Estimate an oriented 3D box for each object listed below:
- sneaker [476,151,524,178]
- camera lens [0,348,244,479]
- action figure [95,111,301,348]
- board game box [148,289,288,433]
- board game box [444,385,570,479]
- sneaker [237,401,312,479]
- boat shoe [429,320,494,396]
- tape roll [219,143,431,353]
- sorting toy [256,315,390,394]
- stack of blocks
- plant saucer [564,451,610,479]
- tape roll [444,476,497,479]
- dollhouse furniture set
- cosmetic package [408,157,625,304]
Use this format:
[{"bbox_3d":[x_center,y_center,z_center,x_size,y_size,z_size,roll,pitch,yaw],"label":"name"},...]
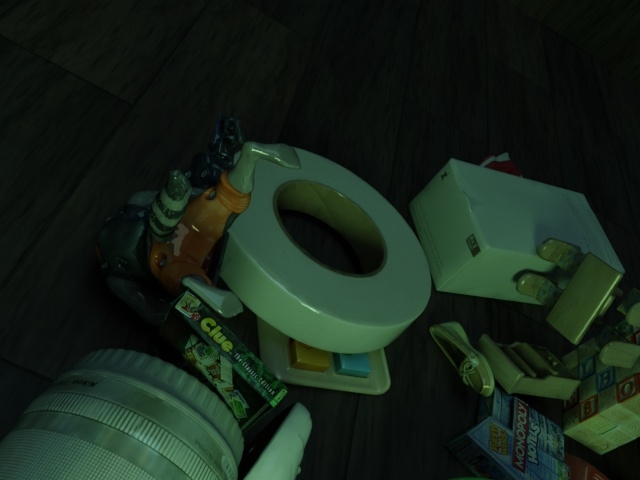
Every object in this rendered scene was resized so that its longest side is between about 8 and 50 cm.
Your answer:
[{"bbox_3d":[0.408,-0.124,1.420,0.221,0.087,0.128,-28,72,-44],"label":"sneaker"},{"bbox_3d":[-0.211,0.264,0.562,0.219,0.219,0.274,34,43,-6],"label":"camera lens"},{"bbox_3d":[-0.173,-0.041,0.768,0.178,0.330,0.342,22,67,-36],"label":"action figure"},{"bbox_3d":[-0.130,0.160,0.677,0.136,0.260,0.030,42,53,3],"label":"board game box"},{"bbox_3d":[0.295,0.318,0.986,0.194,0.060,0.194,33,43,-8],"label":"board game box"},{"bbox_3d":[-0.068,0.325,0.707,0.123,0.106,0.290,38,53,-6],"label":"sneaker"},{"bbox_3d":[0.232,0.195,1.040,0.048,0.056,0.153,-4,42,-20],"label":"boat shoe"},{"bbox_3d":[0.000,0.000,1.002,0.391,0.072,0.392,24,36,-19],"label":"tape roll"},{"bbox_3d":[0.005,0.132,0.958,0.208,0.038,0.193,12,49,-27],"label":"sorting toy"},{"bbox_3d":[0.547,0.219,1.069,0.087,0.297,0.171,31,44,-8],"label":"stack of blocks"},{"bbox_3d":[0.464,0.492,0.967,0.259,0.048,0.258,39,43,-1],"label":"plant saucer"},{"bbox_3d":[0.193,0.447,0.728,0.320,0.077,0.322,7,50,-9],"label":"tape roll"},{"bbox_3d":[0.396,0.135,1.054,0.160,0.242,0.212,14,22,-31],"label":"dollhouse furniture set"},{"bbox_3d":[0.388,-0.004,1.256,0.384,0.156,0.217,10,50,-27],"label":"cosmetic package"}]
